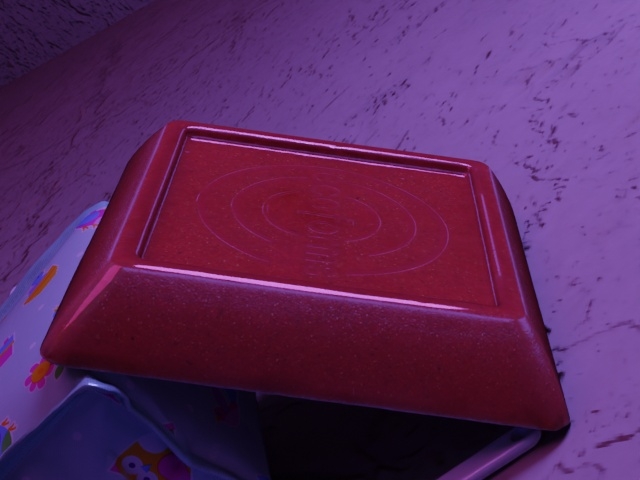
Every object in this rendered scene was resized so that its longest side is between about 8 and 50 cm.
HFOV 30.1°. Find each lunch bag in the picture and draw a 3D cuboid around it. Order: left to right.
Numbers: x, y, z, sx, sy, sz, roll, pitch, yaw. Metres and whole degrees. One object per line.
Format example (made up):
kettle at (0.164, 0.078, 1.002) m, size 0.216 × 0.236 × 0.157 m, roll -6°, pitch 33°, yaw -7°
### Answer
lunch bag at (-0.166, 0.138, 0.701) m, size 0.262 × 0.160 × 0.223 m, roll -43°, pitch 24°, yaw 15°

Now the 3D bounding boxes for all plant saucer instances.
plant saucer at (0.000, 0.000, 0.670) m, size 0.259 × 0.047 × 0.258 m, roll 8°, pitch 26°, yaw -2°

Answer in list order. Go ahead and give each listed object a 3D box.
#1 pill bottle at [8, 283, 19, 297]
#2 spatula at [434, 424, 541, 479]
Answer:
pill bottle at (-0.185, 0.035, 1.044) m, size 0.160 × 0.087 × 0.087 m, roll -34°, pitch 21°, yaw 3°
spatula at (0.017, 0.172, 0.533) m, size 0.242 × 0.019 × 0.168 m, roll -35°, pitch 20°, yaw 2°
